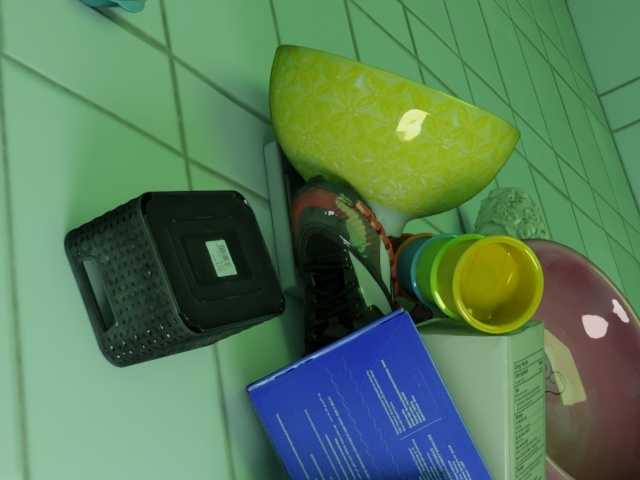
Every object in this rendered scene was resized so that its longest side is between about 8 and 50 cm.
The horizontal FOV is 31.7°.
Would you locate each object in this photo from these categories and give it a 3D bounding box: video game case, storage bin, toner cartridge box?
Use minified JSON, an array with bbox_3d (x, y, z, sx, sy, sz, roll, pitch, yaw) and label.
[{"bbox_3d":[0.000,0.000,1.304,0.173,0.022,0.190,34,39,-50],"label":"video game case"},{"bbox_3d":[-0.118,0.029,0.965,0.180,0.084,0.122,-7,74,-64],"label":"storage bin"},{"bbox_3d":[0.080,0.252,1.029,0.348,0.165,0.075,64,-4,3],"label":"toner cartridge box"}]

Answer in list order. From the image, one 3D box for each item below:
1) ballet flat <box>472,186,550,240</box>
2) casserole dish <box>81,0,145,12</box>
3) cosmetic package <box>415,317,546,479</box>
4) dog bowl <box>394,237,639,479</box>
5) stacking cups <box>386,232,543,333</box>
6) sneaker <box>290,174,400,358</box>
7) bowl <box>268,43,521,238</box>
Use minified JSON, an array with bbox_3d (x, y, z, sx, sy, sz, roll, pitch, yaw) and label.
[{"bbox_3d":[0.290,0.090,1.694,0.147,0.147,0.409,28,43,-53],"label":"ballet flat"},{"bbox_3d":[-0.231,-0.300,1.093,0.188,0.037,0.114,66,24,-3],"label":"casserole dish"},{"bbox_3d":[0.154,0.233,1.159,0.153,0.129,0.296,-2,92,-64],"label":"cosmetic package"},{"bbox_3d":[0.269,0.177,1.388,0.408,0.150,0.408,22,53,-33],"label":"dog bowl"},{"bbox_3d":[0.131,0.038,1.216,0.096,0.096,0.316,62,-12,-8],"label":"stacking cups"},{"bbox_3d":[0.028,0.072,1.167,0.135,0.097,0.276,-54,131,-57],"label":"sneaker"},{"bbox_3d":[0.060,-0.094,1.250,0.289,0.289,0.156,18,93,-59],"label":"bowl"}]
